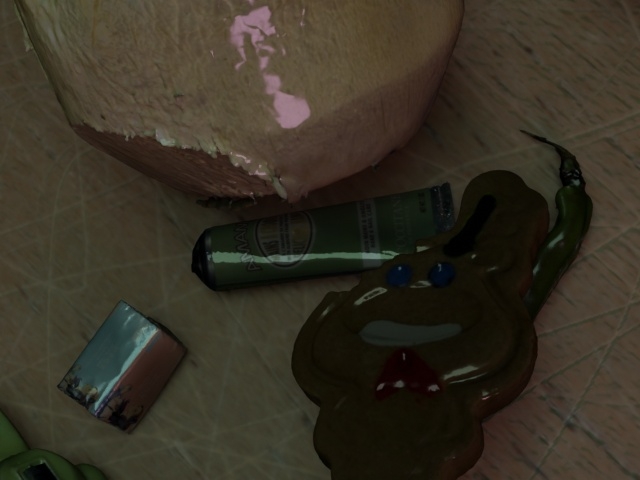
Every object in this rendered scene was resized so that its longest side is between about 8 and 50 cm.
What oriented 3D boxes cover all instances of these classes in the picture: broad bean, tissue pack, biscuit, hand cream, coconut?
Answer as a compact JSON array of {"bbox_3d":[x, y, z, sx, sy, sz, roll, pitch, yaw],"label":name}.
[{"bbox_3d":[0.136,0.054,1.178,0.098,0.056,0.318,21,70,35],"label":"broad bean"},{"bbox_3d":[-0.167,0.107,1.205,0.059,0.074,0.094,33,84,24],"label":"tissue pack"},{"bbox_3d":[0.087,0.066,1.105,0.183,0.047,0.320,23,60,30],"label":"biscuit"},{"bbox_3d":[0.000,0.000,1.215,0.235,0.055,0.086,-9,54,7],"label":"hand cream"},{"bbox_3d":[-0.079,-0.216,1.121,0.346,0.346,0.360,-22,110,3],"label":"coconut"}]

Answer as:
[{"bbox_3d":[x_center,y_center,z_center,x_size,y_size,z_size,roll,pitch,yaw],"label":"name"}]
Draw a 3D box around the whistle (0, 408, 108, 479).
[{"bbox_3d":[-0.228,0.248,1.166,0.294,0.141,0.141,36,83,36],"label":"whistle"}]
